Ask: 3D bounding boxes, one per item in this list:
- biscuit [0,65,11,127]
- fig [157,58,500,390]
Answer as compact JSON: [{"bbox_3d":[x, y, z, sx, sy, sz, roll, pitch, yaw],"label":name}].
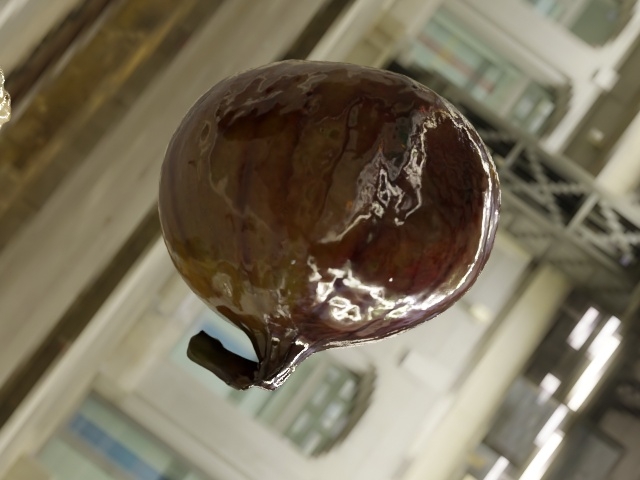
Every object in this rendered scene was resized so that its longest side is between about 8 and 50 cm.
[{"bbox_3d":[-0.152,-0.034,0.554,0.120,0.015,0.120,-17,143,-14],"label":"biscuit"},{"bbox_3d":[0.008,-0.016,1.225,0.235,0.235,0.214,126,-40,-57],"label":"fig"}]
